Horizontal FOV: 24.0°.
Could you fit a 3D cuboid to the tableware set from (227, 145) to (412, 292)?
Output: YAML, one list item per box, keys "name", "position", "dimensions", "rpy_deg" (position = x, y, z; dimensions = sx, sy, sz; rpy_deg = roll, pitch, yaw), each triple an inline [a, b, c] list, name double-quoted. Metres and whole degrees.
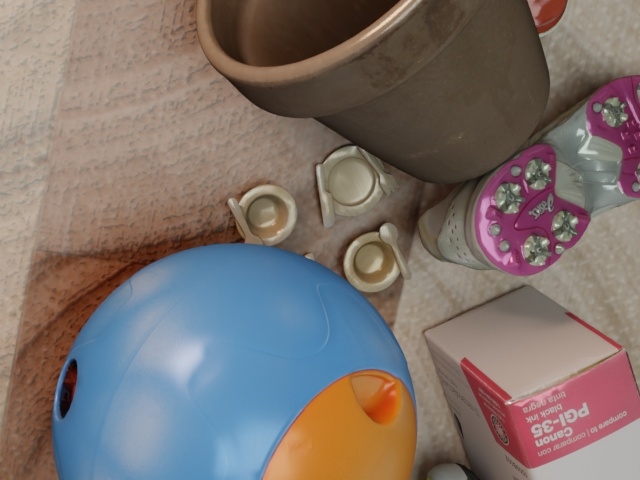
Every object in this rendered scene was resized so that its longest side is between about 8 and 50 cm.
- name: "tableware set"
  position: [0.000, 0.000, 1.315]
  dimensions: [0.168, 0.020, 0.141]
  rpy_deg: [-24, 109, -11]

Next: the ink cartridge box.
- name: "ink cartridge box"
  position: [0.216, 0.208, 1.334]
  dimensions: [0.117, 0.207, 0.283]
  rpy_deg: [-24, 109, -10]

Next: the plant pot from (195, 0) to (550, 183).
- name: "plant pot"
  position: [0.070, -0.166, 1.192]
  dimensions: [0.263, 0.263, 0.229]
  rpy_deg: [-48, 129, -2]

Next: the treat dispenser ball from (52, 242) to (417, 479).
- name: "treat dispenser ball"
  position: [-0.066, 0.146, 1.186]
  dimensions: [0.288, 0.288, 0.288]
  rpy_deg: [-4, 104, -17]

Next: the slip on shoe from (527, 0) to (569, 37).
- name: "slip on shoe"
  position: [0.150, -0.313, 1.233]
  dimensions: [0.123, 0.101, 0.331]
  rpy_deg: [-21, 120, -14]

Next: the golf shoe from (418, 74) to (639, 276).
- name: "golf shoe"
  position: [0.211, -0.062, 1.328]
  dimensions: [0.306, 0.140, 0.115]
  rpy_deg: [-27, 99, -34]

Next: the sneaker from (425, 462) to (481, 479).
- name: "sneaker"
  position: [0.110, 0.394, 1.381]
  dimensions: [0.147, 0.145, 0.385]
  rpy_deg: [-6, 103, -17]
